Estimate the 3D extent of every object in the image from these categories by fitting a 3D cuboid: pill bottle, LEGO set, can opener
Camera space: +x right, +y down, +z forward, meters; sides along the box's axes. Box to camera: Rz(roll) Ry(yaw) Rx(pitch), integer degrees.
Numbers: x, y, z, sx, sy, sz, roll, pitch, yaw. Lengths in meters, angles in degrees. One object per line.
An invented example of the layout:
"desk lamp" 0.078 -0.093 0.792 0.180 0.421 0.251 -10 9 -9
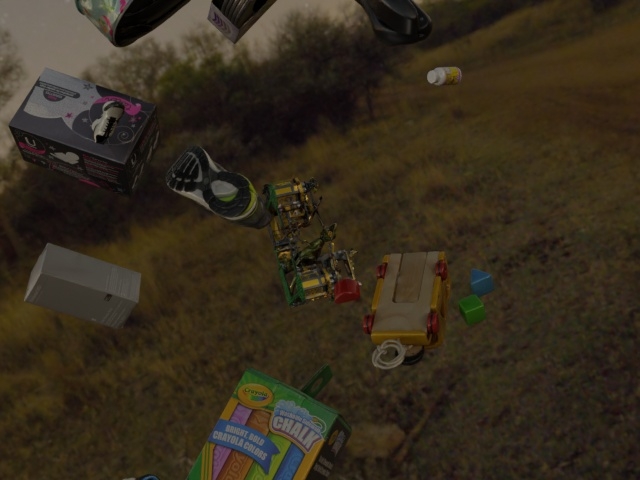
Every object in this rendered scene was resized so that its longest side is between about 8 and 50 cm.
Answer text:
"pill bottle" 0.298 -0.396 1.853 0.083 0.043 0.043 -11 1 -35
"LEGO set" 0.000 0.000 1.785 0.192 0.331 0.255 -14 -21 -15
"can opener" 0.053 -0.282 0.847 0.059 0.186 0.073 -31 -25 -20

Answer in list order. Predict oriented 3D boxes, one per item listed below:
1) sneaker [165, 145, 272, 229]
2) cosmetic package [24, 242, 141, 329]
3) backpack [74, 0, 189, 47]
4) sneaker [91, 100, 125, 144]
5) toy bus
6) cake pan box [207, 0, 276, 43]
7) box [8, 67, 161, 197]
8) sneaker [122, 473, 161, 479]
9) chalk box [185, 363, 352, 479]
"sneaker" -0.214 -0.099 1.592 0.111 0.121 0.300 -50 48 -4
"cosmetic package" -0.561 0.111 1.821 0.127 0.238 0.107 -50 34 37
"backpack" -0.290 -0.446 1.251 0.253 0.191 0.225 -51 8 -13
"sneaker" -0.387 -0.216 1.409 0.040 0.043 0.109 8 -32 -33
"toy bus" 0.127 0.107 1.061 0.202 0.104 0.191 -31 39 -14
"cake pan box" -0.053 -0.426 1.112 0.267 0.070 0.246 -49 5 -15
"box" -0.475 -0.223 1.574 0.142 0.247 0.163 107 -177 -64
"sneaker" -0.229 0.319 0.914 0.237 0.085 0.086 -13 36 54
"chalk box" -0.068 0.332 1.277 0.289 0.179 0.180 -61 -18 -17
